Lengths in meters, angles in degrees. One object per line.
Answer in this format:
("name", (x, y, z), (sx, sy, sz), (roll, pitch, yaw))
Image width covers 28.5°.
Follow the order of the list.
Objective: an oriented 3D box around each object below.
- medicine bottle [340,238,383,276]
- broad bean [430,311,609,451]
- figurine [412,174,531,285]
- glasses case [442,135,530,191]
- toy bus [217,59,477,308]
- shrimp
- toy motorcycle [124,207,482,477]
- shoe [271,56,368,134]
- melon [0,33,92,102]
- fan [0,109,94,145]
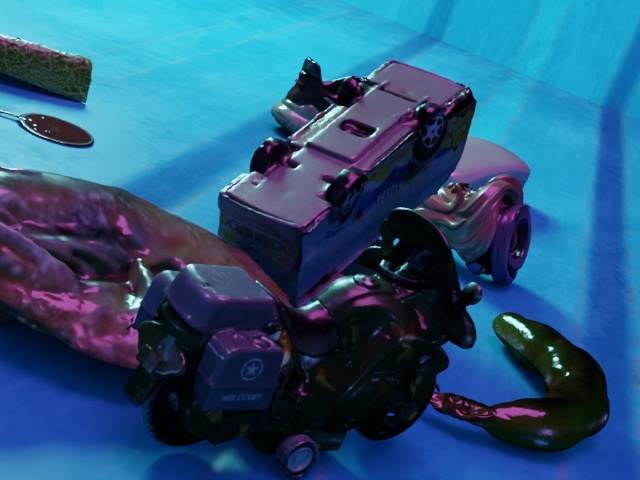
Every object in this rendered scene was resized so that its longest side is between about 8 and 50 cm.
("medicine bottle", (0.000, 0.000, 1.263), (0.199, 0.058, 0.057), (27, 18, 20))
("broad bean", (0.192, 0.124, 1.127), (0.144, 0.049, 0.292), (25, 18, 14))
("figurine", (0.170, -0.025, 1.448), (0.157, 0.126, 0.114), (26, -25, 11))
("glasses case", (0.203, -0.100, 1.767), (0.113, 0.075, 0.297), (30, 20, 24))
("toy bus", (0.026, -0.055, 1.187), (0.112, 0.138, 0.317), (25, 41, 25))
("shrimp", (-0.204, 0.024, 0.912), (0.445, 0.110, 0.221), (13, 27, -37))
("toy motorcycle", (0.001, 0.064, 0.861), (0.274, 0.187, 0.125), (4, 25, -41))
("shoe", (0.046, -0.181, 1.768), (0.227, 0.112, 0.099), (12, 18, -23))
("melon", (-0.404, -0.233, 1.513), (0.261, 0.053, 0.114), (16, 11, -18))
("fan", (-0.312, -0.129, 1.377), (0.133, 0.005, 0.085), (18, 18, -14))
